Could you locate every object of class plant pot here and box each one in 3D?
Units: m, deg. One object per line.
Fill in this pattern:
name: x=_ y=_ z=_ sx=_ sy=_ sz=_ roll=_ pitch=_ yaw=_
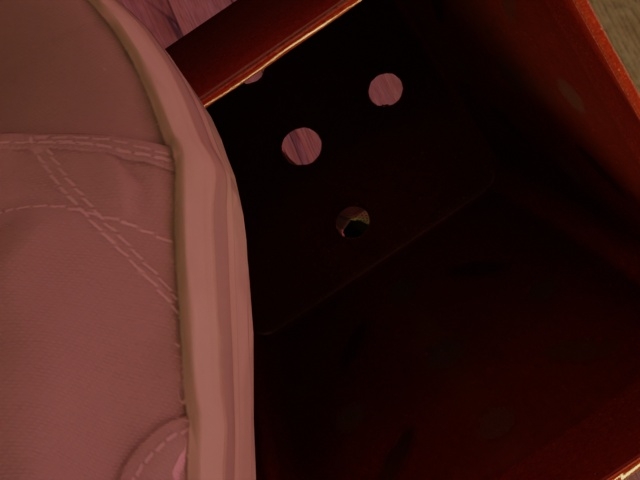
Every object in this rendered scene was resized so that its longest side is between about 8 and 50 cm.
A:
plant pot: x=0.014 y=-0.009 z=0.801 sx=0.267 sy=0.267 sz=0.236 roll=55 pitch=3 yaw=-24

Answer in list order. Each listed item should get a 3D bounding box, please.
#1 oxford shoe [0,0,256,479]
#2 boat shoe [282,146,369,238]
oxford shoe: x=-0.107 y=0.053 z=0.434 sx=0.130 sy=0.169 sz=0.449 roll=28 pitch=32 yaw=-33
boat shoe: x=0.003 y=0.001 z=1.029 sx=0.257 sy=0.095 sz=0.095 roll=64 pitch=14 yaw=12
